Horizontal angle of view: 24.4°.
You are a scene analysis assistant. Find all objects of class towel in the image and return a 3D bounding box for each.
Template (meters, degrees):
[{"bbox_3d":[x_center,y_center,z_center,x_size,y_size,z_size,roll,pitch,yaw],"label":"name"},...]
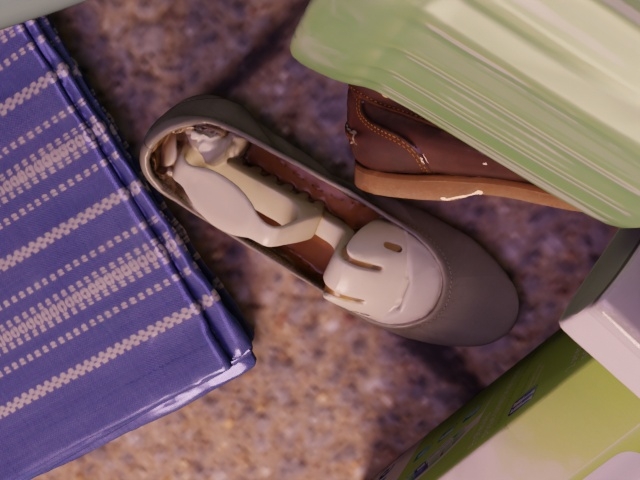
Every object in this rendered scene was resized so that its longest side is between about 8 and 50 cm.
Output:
[{"bbox_3d":[-0.207,-0.024,0.845,0.243,0.040,0.336,-29,95,27],"label":"towel"}]

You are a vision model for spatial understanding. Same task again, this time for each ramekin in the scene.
[{"bbox_3d":[0.134,-0.150,0.535,0.148,0.303,0.303,35,116,-2],"label":"ramekin"}]

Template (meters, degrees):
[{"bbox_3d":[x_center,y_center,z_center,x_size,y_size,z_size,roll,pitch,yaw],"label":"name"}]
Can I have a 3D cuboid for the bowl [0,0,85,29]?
[{"bbox_3d":[-0.093,-0.234,0.608,0.163,0.311,0.312,-1,109,-2],"label":"bowl"}]

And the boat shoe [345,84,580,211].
[{"bbox_3d":[0.109,-0.055,0.695,0.207,0.073,0.073,4,112,18],"label":"boat shoe"}]

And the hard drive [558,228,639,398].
[{"bbox_3d":[0.264,0.062,0.605,0.307,0.203,0.040,42,149,-4],"label":"hard drive"}]

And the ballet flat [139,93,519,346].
[{"bbox_3d":[0.000,0.000,0.756,0.213,0.068,0.072,32,116,7],"label":"ballet flat"}]

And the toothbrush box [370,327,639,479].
[{"bbox_3d":[0.162,0.147,0.721,0.206,0.122,0.283,48,118,0],"label":"toothbrush box"}]
